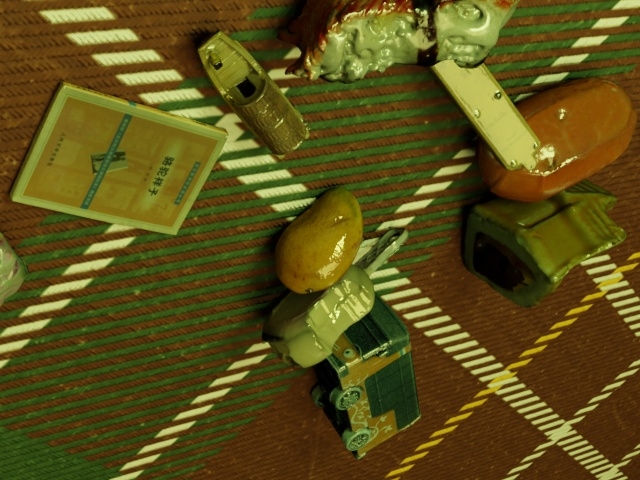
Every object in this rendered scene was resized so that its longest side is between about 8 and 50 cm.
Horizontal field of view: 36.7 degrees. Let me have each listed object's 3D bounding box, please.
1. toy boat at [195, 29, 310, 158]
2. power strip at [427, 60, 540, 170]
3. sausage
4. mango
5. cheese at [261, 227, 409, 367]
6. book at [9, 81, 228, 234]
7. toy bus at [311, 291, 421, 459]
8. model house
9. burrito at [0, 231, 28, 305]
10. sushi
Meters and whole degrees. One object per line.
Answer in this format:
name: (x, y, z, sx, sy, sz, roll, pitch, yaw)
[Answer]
toy boat: (-0.081, -0.181, 1.221, 0.068, 0.088, 0.226, -39, 138, 2)
power strip: (0.209, -0.215, 1.343, 0.064, 0.044, 0.305, -40, 112, 3)
sausage: (0.366, -0.158, 1.490, 0.268, 0.153, 0.141, -26, 174, -11)
mango: (0.003, 0.006, 1.420, 0.165, 0.115, 0.089, -42, 158, 0)
cheese: (0.033, 0.076, 1.488, 0.286, 0.163, 0.082, -44, 111, -16)
book: (-0.252, -0.097, 1.231, 0.242, 0.018, 0.170, 12, 118, -40)
toy bus: (0.072, 0.226, 1.641, 0.167, 0.138, 0.275, -28, 138, -13)
model house: (0.384, -0.013, 1.580, 0.239, 0.268, 0.173, -29, 125, -15)
burrito: (-0.476, 0.064, 1.173, 0.229, 0.089, 0.144, -26, 139, -10)
sushi: (0.110, -0.276, 1.207, 0.332, 0.124, 0.130, -8, 136, -13)
